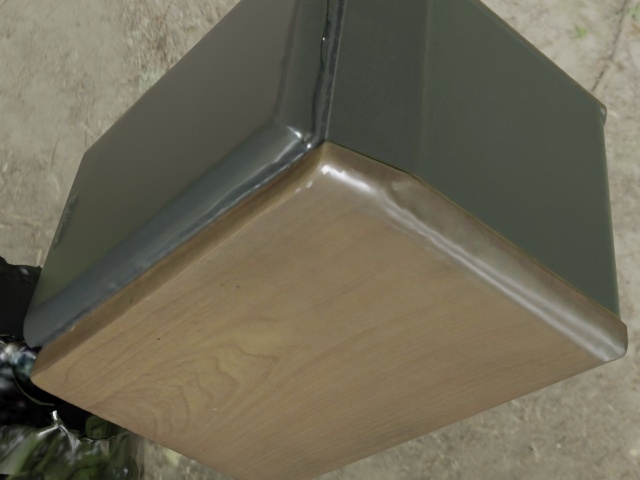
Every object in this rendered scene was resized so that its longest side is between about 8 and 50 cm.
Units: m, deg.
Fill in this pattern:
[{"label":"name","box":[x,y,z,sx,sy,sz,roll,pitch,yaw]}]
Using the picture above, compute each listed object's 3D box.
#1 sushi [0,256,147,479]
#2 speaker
[{"label":"sushi","box":[-0.265,0.165,0.563,0.328,0.328,0.286,-7,78,25]},{"label":"speaker","box":[0.000,0.000,0.452,0.192,0.153,0.231,32,137,-26]}]
